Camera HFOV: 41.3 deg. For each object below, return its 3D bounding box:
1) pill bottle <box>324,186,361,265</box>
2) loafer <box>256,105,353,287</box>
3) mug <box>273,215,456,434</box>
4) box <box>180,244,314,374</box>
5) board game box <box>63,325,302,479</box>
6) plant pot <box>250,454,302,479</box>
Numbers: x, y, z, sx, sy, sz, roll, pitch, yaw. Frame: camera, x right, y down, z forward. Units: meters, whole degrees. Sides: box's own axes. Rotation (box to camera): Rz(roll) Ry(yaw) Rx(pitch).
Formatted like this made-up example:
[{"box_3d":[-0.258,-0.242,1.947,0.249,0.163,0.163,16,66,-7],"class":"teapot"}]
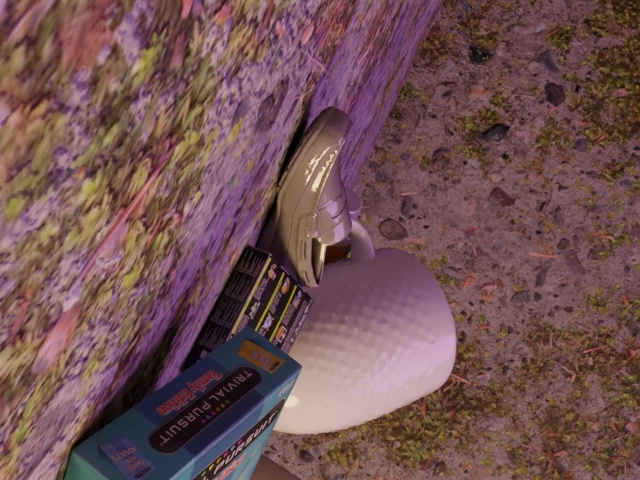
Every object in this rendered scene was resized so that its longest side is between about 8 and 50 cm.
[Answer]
[{"box_3d":[0.000,0.000,1.574,0.117,0.118,0.208,-60,174,-55],"class":"pill bottle"},{"box_3d":[-0.004,-0.048,1.148,0.112,0.112,0.319,-62,176,-38],"class":"loafer"},{"box_3d":[0.014,0.135,1.426,0.328,0.276,0.374,-16,107,-34],"class":"mug"},{"box_3d":[-0.092,0.128,1.151,0.190,0.045,0.184,-64,151,-14],"class":"box"},{"box_3d":[-0.165,0.278,0.854,0.254,0.079,0.336,-33,152,-54],"class":"board game box"},{"box_3d":[-0.132,0.524,1.536,0.334,0.305,0.334,-49,170,-12],"class":"plant pot"}]
